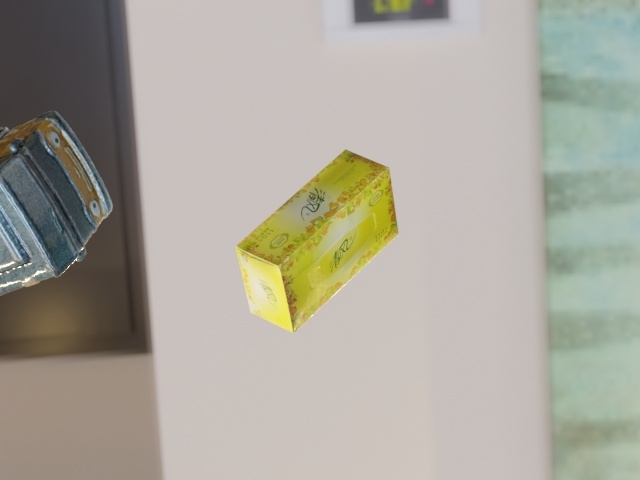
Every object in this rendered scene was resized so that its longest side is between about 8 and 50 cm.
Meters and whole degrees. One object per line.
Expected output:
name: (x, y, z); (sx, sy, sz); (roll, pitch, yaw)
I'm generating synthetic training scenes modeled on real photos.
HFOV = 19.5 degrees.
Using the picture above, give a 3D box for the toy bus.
toy bus: (-0.367, -0.012, 1.889); (0.275, 0.138, 0.167); (-19, -158, 23)

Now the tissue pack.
tissue pack: (0.000, 0.000, 1.876); (0.062, 0.095, 0.176); (24, -129, 32)
